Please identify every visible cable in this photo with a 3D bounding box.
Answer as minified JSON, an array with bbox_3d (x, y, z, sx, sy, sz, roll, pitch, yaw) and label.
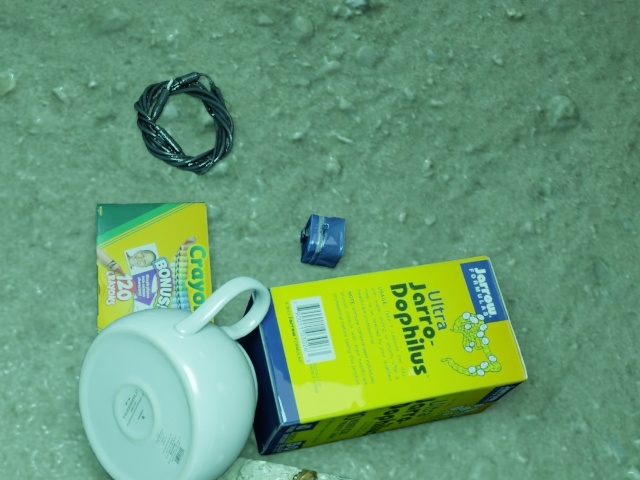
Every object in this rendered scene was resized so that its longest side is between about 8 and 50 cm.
[{"bbox_3d":[-0.222,-0.192,1.500,0.150,0.047,0.184,-11,69,-17],"label":"cable"}]

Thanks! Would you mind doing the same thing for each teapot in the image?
[{"bbox_3d":[-0.169,0.192,1.174,0.187,0.256,0.253,-11,88,-53],"label":"teapot"}]

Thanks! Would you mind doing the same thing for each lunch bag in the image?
[{"bbox_3d":[0.000,0.000,1.433,0.065,0.098,0.067,7,70,-7],"label":"lunch bag"}]

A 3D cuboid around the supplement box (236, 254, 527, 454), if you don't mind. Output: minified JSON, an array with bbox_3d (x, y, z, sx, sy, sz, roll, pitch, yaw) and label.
[{"bbox_3d":[0.078,0.166,1.320,0.356,0.194,0.195,-8,67,-16],"label":"supplement box"}]

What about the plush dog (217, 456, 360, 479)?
[{"bbox_3d":[-0.047,0.409,1.186,0.262,0.210,0.225,13,76,-7],"label":"plush dog"}]

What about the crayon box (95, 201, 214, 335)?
[{"bbox_3d":[-0.244,0.084,1.349,0.165,0.081,0.278,-2,66,-13],"label":"crayon box"}]
